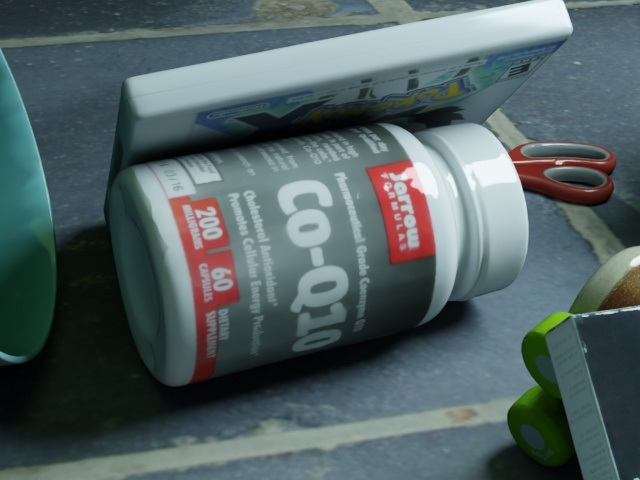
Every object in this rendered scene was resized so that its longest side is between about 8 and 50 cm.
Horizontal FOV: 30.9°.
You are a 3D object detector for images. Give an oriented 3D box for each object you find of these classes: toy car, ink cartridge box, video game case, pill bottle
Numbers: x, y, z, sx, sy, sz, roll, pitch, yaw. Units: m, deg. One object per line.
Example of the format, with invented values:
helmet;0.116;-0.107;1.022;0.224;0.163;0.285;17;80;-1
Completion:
toy car;0.242;0.103;0.730;0.155;0.149;0.188;-34;56;-28
ink cartridge box;0.251;0.130;0.646;0.206;0.045;0.208;-8;72;-13
video game case;-0.004;-0.089;0.928;0.328;0.036;0.300;-14;-11;-16
pill bottle;0.000;0.000;0.859;0.283;0.161;0.161;-12;33;-21

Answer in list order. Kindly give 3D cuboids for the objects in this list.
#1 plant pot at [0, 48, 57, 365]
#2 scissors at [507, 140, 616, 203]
plant pot;-0.347;-0.030;0.802;0.235;0.293;0.293;-14;30;5
scissors;0.143;-0.068;1.127;0.297;0.021;0.109;1;33;2
